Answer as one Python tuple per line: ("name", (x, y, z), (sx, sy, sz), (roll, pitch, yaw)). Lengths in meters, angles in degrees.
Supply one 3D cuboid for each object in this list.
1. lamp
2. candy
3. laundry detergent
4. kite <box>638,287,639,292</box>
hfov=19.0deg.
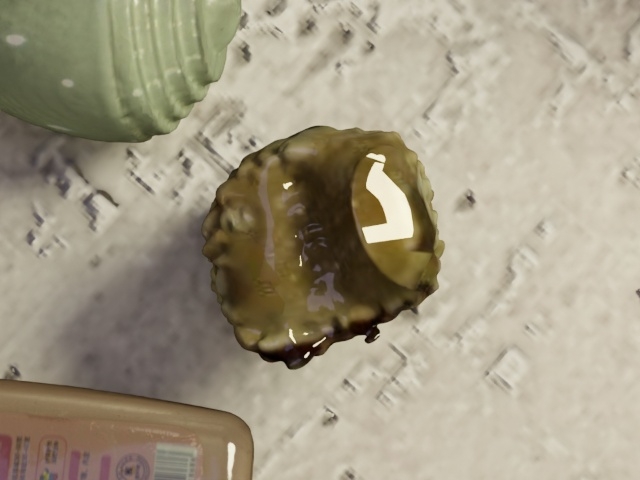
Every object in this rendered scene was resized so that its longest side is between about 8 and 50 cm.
("lamp", (-0.126, -0.092, 0.754), (0.193, 0.106, 0.106), (1, 81, 8))
("candy", (0.000, 0.000, 0.737), (0.095, 0.110, 0.085), (-14, 91, 6))
("laundry detergent", (-0.147, 0.136, 0.725), (0.237, 0.076, 0.171), (4, 81, -2))
("kite", (0.192, 0.052, 0.789), (0.137, 0.005, 0.152), (24, 82, 2))
